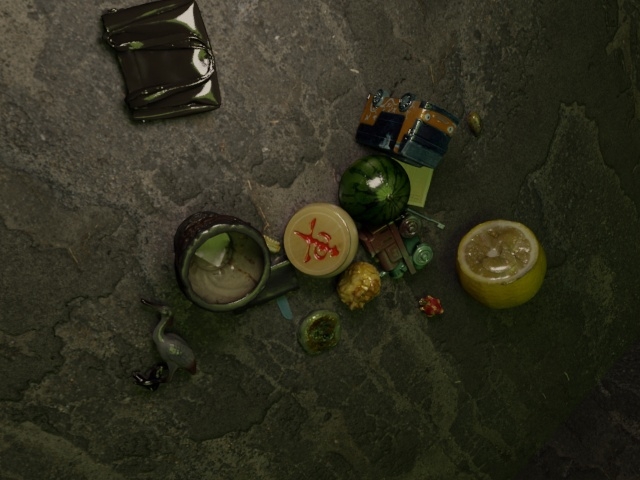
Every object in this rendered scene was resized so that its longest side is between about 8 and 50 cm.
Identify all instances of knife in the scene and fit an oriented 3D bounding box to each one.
[{"bbox_3d":[-0.158,0.162,1.616,0.044,0.019,0.313,-30,120,-17],"label":"knife"}]

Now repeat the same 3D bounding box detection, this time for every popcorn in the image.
[{"bbox_3d":[0.141,0.167,1.687,0.179,0.180,0.170,-29,83,-16],"label":"popcorn"}]

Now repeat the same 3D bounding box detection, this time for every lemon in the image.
[{"bbox_3d":[0.732,0.117,1.888,0.363,0.364,0.365,-9,111,-25],"label":"lemon"}]

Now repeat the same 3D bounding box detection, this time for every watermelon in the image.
[{"bbox_3d":[0.178,-0.165,1.541,0.242,0.242,0.243,-9,111,-25],"label":"watermelon"}]

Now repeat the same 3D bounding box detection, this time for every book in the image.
[{"bbox_3d":[0.326,-0.253,1.690,0.170,0.018,0.242,11,103,-9],"label":"book"}]

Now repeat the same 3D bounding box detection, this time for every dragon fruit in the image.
[{"bbox_3d":[0.457,0.270,1.935,0.086,0.081,0.116,-45,123,5],"label":"dragon fruit"}]

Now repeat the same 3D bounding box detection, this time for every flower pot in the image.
[{"bbox_3d":[-0.306,0.038,1.347,0.266,0.267,0.267,-9,111,-26],"label":"flower pot"}]

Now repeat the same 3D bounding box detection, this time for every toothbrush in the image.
[{"bbox_3d":[0.414,-0.088,1.826,0.219,0.016,0.019,22,105,-33],"label":"toothbrush"}]

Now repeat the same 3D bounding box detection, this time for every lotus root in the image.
[{"bbox_3d":[0.591,-0.443,1.772,0.049,0.054,0.099,-22,117,4],"label":"lotus root"}]

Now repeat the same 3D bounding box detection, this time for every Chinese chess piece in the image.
[{"bbox_3d":[0.000,0.000,1.515,0.250,0.097,0.251,1,93,15],"label":"Chinese chess piece"}]

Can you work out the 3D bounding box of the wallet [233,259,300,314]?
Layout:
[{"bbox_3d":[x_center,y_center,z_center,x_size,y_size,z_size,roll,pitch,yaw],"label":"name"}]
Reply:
[{"bbox_3d":[-0.195,0.156,1.570,0.244,0.025,0.124,-22,119,-10],"label":"wallet"}]

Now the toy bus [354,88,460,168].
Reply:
[{"bbox_3d":[0.260,-0.354,1.474,0.161,0.323,0.194,17,102,-31],"label":"toy bus"}]

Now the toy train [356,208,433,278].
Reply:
[{"bbox_3d":[0.278,0.016,1.726,0.221,0.150,0.305,-33,121,-2],"label":"toy train"}]

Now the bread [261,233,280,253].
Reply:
[{"bbox_3d":[-0.172,0.013,1.544,0.087,0.033,0.049,24,81,-36],"label":"bread"}]

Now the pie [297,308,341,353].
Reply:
[{"bbox_3d":[0.002,0.344,1.745,0.186,0.041,0.187,-10,111,-26],"label":"pie"}]

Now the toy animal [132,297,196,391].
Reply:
[{"bbox_3d":[-0.477,0.337,1.463,0.195,0.090,0.325,4,107,-29],"label":"toy animal"}]

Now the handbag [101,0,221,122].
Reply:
[{"bbox_3d":[-0.409,-0.465,1.215,0.256,0.113,0.286,-16,115,-14],"label":"handbag"}]
